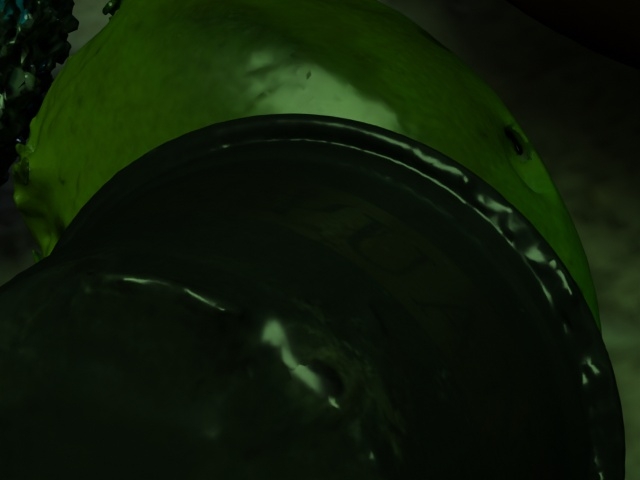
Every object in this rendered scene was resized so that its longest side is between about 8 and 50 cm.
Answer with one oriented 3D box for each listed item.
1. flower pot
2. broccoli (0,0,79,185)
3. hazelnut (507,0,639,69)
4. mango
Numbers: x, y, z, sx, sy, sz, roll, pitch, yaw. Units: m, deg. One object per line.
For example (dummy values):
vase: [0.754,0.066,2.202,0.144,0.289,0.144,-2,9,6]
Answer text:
flower pot: [-0.022,0.056,0.424,0.157,0.157,0.107,19,17,19]
broccoli: [-0.149,-0.067,0.550,0.160,0.167,0.154,11,28,3]
hazelnut: [0.129,-0.200,0.486,0.366,0.366,0.366,-3,55,5]
mango: [0.001,0.000,0.514,0.178,0.100,0.119,41,108,21]
